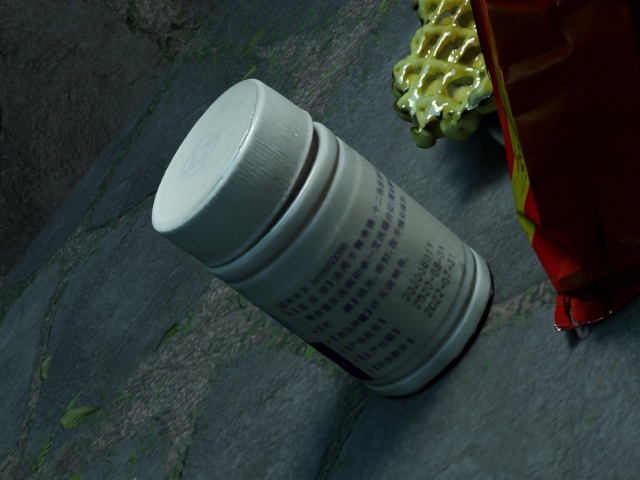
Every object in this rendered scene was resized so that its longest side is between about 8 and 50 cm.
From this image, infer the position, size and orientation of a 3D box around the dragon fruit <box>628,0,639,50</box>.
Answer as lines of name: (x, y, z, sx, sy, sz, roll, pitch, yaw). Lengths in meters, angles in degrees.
dragon fruit: (0.372, -0.217, 1.231, 0.299, 0.244, 0.244, -48, 22, 33)

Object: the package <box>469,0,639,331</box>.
package: (0.215, -0.120, 1.264, 0.123, 0.423, 0.196, -14, 37, 7)

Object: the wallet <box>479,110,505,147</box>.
wallet: (0.326, -0.271, 1.606, 0.406, 0.062, 0.228, -50, 23, 9)

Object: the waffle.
waffle: (0.208, -0.254, 1.645, 0.317, 0.073, 0.297, -33, 33, 30)

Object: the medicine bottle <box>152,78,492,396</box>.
medicine bottle: (0.000, 0.000, 1.476, 0.190, 0.332, 0.190, -41, 26, 24)
